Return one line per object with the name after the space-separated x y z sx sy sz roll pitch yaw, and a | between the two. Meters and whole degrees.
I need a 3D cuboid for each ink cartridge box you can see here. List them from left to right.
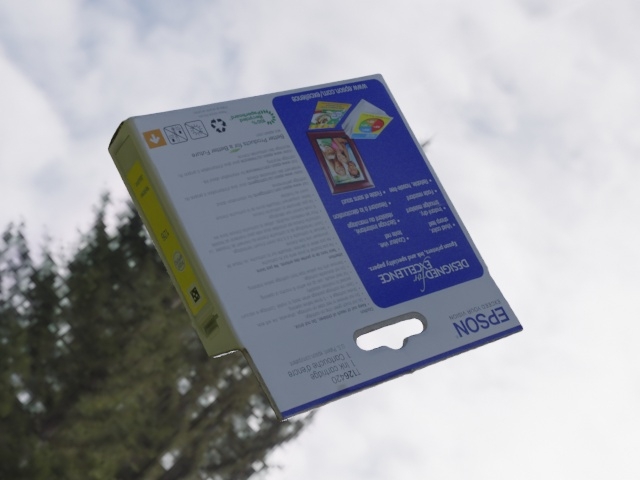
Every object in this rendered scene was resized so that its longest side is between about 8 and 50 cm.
0.000 0.000 1.162 0.072 0.304 0.307 -44 -113 49 | ink cartridge box
